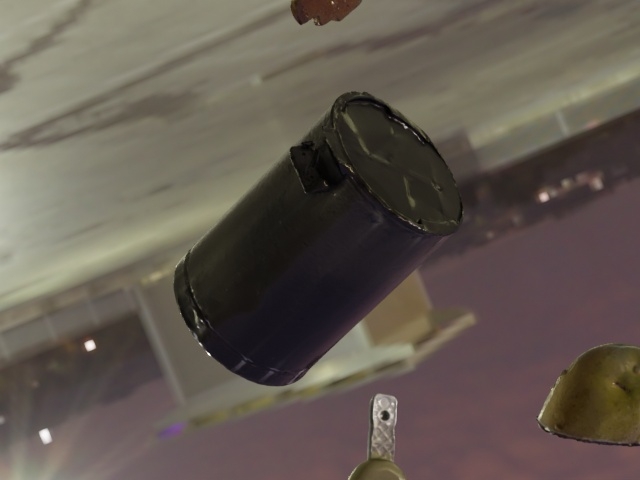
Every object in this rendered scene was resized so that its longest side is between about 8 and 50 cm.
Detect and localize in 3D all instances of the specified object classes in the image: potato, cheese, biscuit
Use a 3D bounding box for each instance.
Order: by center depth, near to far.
[{"bbox_3d":[0.004,-0.302,1.886,0.019,0.119,0.130,6,171,41],"label":"biscuit"},{"bbox_3d":[0.395,0.198,2.148,0.202,0.117,0.182,2,-164,-8],"label":"potato"},{"bbox_3d":[0.084,0.339,2.335,0.127,0.235,0.050,10,158,-17],"label":"cheese"}]

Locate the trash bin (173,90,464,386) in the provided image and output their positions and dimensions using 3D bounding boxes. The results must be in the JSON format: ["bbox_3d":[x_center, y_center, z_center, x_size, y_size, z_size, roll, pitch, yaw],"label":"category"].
[{"bbox_3d":[0.000,0.000,1.798,0.252,0.203,0.301,4,141,-46],"label":"trash bin"}]
